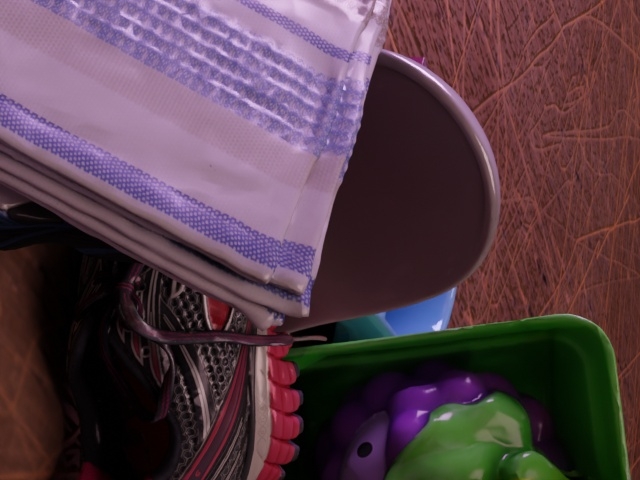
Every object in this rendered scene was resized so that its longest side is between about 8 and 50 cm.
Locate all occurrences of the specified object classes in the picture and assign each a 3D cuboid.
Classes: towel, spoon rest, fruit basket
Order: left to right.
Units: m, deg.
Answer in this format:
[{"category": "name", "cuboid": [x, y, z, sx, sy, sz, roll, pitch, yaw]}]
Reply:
[{"category": "towel", "cuboid": [-0.068, -0.110, 0.746, 0.034, 0.209, 0.285, -48, -161, 45]}, {"category": "spoon rest", "cuboid": [0.000, 0.000, 0.897, 0.084, 0.137, 0.276, -38, 174, -39]}, {"category": "fruit basket", "cuboid": [0.094, 0.235, 0.998, 0.392, 0.283, 0.392, -8, 90, -81]}]

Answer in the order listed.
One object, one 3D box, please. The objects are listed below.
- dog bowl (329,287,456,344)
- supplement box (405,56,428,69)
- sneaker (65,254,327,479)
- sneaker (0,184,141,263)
[{"category": "dog bowl", "cuboid": [0.023, -0.008, 1.123, 0.297, 0.074, 0.166, 52, 48, -59]}, {"category": "supplement box", "cuboid": [0.056, -0.092, 1.205, 0.083, 0.055, 0.043, 64, 37, -52]}, {"category": "sneaker", "cuboid": [-0.075, 0.008, 0.843, 0.112, 0.121, 0.299, -21, 110, -51]}, {"category": "sneaker", "cuboid": [-0.092, -0.036, 0.742, 0.211, 0.080, 0.081, 8, 73, -31]}]
